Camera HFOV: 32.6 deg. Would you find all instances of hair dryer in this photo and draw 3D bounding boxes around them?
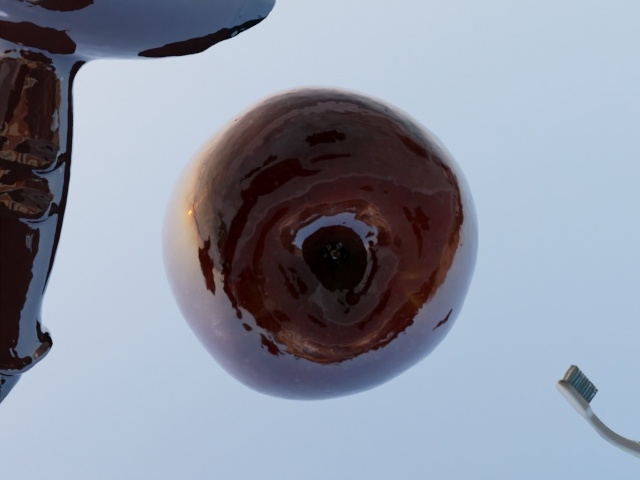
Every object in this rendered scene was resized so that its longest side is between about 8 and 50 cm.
[{"bbox_3d":[-0.189,-0.051,0.508,0.313,0.340,0.123,4,-159,-26],"label":"hair dryer"}]

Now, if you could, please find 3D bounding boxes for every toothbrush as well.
[{"bbox_3d":[0.267,0.184,0.860,0.026,0.263,0.022,-53,-156,-16],"label":"toothbrush"}]

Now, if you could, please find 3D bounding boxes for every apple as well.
[{"bbox_3d":[0.000,0.000,0.762,0.218,0.218,0.201,-2,-179,-9],"label":"apple"}]
